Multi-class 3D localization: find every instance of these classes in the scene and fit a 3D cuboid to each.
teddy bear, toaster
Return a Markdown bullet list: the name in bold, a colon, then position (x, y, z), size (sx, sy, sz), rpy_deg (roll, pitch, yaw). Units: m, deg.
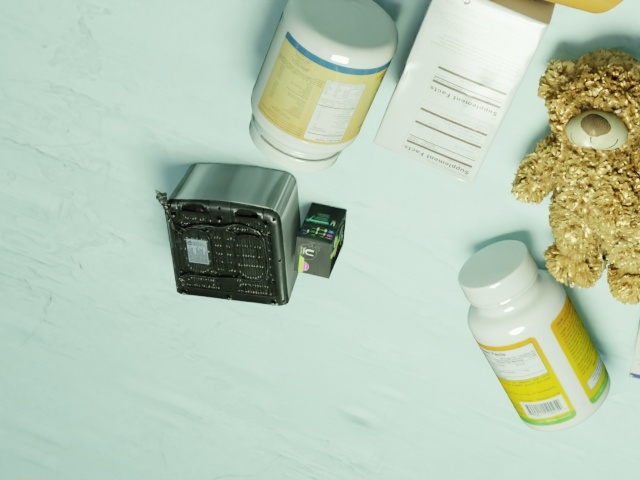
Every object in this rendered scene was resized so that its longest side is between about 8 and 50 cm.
- **teddy bear**: position (0.344, -0.062, 1.809), size (0.245, 0.113, 0.338), rpy_deg (35, 139, 24)
- **toaster**: position (-0.120, -0.013, 2.021), size (0.168, 0.110, 0.186), rpy_deg (5, 128, 13)

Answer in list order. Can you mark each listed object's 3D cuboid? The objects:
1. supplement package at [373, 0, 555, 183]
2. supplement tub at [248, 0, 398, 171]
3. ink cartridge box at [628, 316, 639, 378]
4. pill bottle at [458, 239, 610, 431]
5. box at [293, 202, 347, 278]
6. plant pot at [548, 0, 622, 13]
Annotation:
- **supplement package**: position (0.174, -0.215, 1.755), size (0.133, 0.139, 0.244), rpy_deg (23, 131, 1)
- **supplement tub**: position (-0.002, -0.197, 1.821), size (0.144, 0.144, 0.200), rpy_deg (24, 130, -1)
- **ink cartridge box**: position (0.507, 0.054, 1.902), size (0.165, 0.065, 0.333), rpy_deg (12, 128, 8)
- **pill bottle**: position (0.280, 0.124, 1.981), size (0.136, 0.136, 0.246), rpy_deg (-17, 119, 28)
- **box**: position (0.000, 0.000, 2.010), size (0.052, 0.083, 0.062), rpy_deg (12, 129, 9)
- **plant pot**: position (0.255, -0.343, 1.608), size (0.188, 0.205, 0.205), rpy_deg (25, 131, -21)
